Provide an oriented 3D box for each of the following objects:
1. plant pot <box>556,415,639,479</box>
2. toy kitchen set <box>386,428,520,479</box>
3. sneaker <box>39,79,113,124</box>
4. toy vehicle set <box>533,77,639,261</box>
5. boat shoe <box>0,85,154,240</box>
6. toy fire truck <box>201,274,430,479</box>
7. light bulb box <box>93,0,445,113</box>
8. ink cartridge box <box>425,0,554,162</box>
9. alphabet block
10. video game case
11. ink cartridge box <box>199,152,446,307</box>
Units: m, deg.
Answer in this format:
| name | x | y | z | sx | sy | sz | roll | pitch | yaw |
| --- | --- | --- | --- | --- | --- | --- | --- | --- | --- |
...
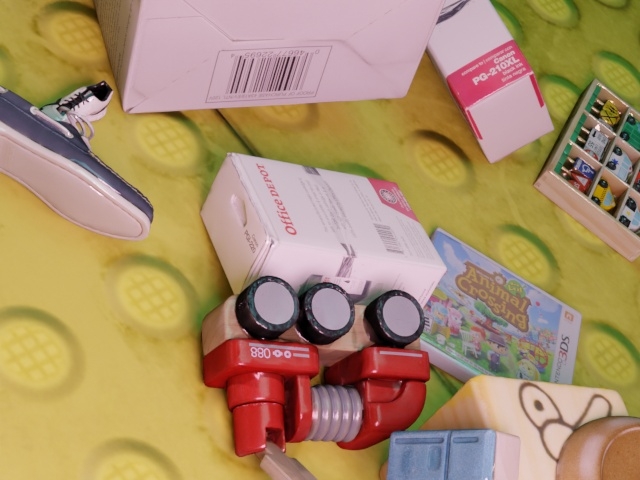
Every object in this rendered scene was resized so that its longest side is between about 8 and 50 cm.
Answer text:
| name | x | y | z | sx | sy | sz | roll | pitch | yaw |
| --- | --- | --- | --- | --- | --- | --- | --- | --- | --- |
| plant pot | 0.321 | 0.255 | 1.365 | 0.236 | 0.032 | 0.236 | 21 | 42 | -21 |
| toy kitchen set | 0.069 | 0.258 | 1.283 | 0.166 | 0.122 | 0.207 | 20 | 70 | -43 |
| sneaker | -0.263 | -0.142 | 1.583 | 0.040 | 0.044 | 0.109 | 47 | 43 | 7 |
| toy vehicle set | 0.397 | -0.101 | 2.039 | 0.166 | 0.035 | 0.267 | 37 | 40 | -2 |
| boat shoe | -0.271 | -0.088 | 1.494 | 0.254 | 0.095 | 0.079 | 28 | 52 | 0 |
| toy fire truck | 0.008 | 0.168 | 1.441 | 0.217 | 0.158 | 0.246 | 7 | 67 | -27 |
| light bulb box | -0.083 | -0.360 | 1.720 | 0.357 | 0.225 | 0.361 | -4 | 55 | -21 |
| ink cartridge box | 0.190 | -0.243 | 1.908 | 0.237 | 0.100 | 0.172 | 64 | 6 | 26 |
| alphabet block | 0.197 | 0.265 | 1.437 | 0.192 | 0.193 | 0.197 | 11 | 48 | -31 |
| video game case | 0.201 | 0.101 | 1.719 | 0.212 | 0.023 | 0.193 | 31 | 41 | -9 |
| ink cartridge box | 0.000 | 0.000 | 1.589 | 0.217 | 0.092 | 0.158 | 11 | 34 | -31 |
